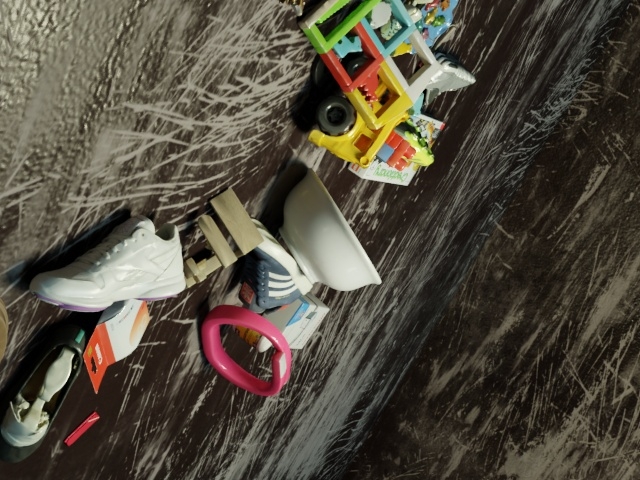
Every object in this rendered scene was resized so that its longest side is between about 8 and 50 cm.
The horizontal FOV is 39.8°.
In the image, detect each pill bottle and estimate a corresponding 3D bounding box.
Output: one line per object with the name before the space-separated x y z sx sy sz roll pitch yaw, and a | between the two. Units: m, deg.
pill bottle | -0.162 0.201 2.048 0.065 0.116 0.065 -43 156 -25

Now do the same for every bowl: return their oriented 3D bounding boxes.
bowl | 0.000 0.000 1.913 0.134 0.297 0.298 -31 157 0

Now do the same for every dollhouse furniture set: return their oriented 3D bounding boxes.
dollhouse furniture set | -0.229 0.001 1.734 0.144 0.123 0.151 -36 -173 -37

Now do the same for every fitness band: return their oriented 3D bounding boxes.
fitness band | -0.168 0.248 1.988 0.054 0.209 0.290 -57 163 -34

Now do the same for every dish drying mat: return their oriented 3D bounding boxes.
dish drying mat | -0.489 0.387 1.813 0.083 0.008 0.032 -45 158 -20

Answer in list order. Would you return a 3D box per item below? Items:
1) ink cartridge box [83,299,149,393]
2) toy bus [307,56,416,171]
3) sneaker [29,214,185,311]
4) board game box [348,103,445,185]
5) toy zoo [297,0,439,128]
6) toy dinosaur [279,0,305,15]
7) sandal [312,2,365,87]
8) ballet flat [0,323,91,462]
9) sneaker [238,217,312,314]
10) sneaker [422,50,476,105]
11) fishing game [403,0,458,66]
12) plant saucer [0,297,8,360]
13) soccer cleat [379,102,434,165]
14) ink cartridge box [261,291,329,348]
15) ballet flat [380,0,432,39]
ink cartridge box | -0.365 0.171 1.596 0.145 0.045 0.179 95 8 -53
toy bus | 0.110 -0.244 1.763 0.220 0.211 0.149 -56 177 3
sneaker | -0.352 0.034 1.471 0.305 0.114 0.152 -9 106 -54
board game box | 0.194 -0.238 2.194 0.193 0.053 0.305 -59 158 15
toy zoo | 0.107 -0.345 1.646 0.192 0.030 0.293 -46 118 -17
toy dinosaur | -0.041 -0.446 1.417 0.112 0.064 0.211 -60 176 -36
sandal | 0.042 -0.372 1.699 0.179 0.040 0.067 -57 159 9
ballet flat | -0.487 0.270 1.517 0.280 0.095 0.096 -61 -165 4
sneaker | -0.127 0.076 1.929 0.148 0.131 0.350 -40 152 -4
sneaker | 0.288 -0.383 2.153 0.132 0.086 0.229 -49 158 19
fishing game | 0.256 -0.491 1.958 0.189 0.041 0.264 -49 158 -4
plant saucer | -0.572 0.184 1.297 0.278 0.041 0.278 -43 155 -25
soccer cleat | 0.150 -0.228 2.004 0.121 0.093 0.289 -38 144 26
ink cartridge box | -0.074 0.202 2.282 0.139 0.082 0.191 -56 157 6
ballet flat | 0.194 -0.486 1.800 0.188 0.070 0.070 -56 158 0
